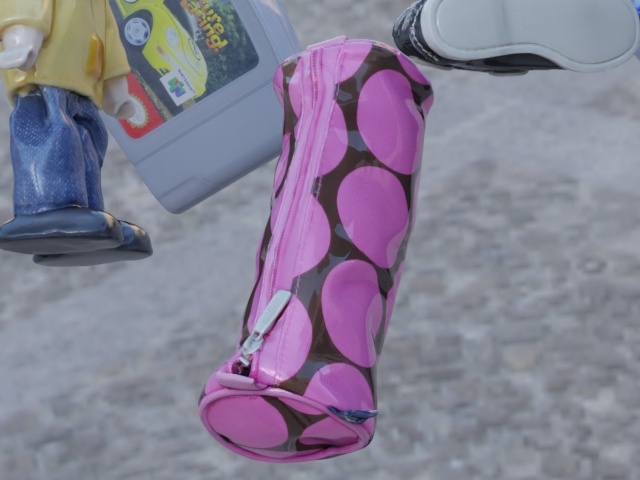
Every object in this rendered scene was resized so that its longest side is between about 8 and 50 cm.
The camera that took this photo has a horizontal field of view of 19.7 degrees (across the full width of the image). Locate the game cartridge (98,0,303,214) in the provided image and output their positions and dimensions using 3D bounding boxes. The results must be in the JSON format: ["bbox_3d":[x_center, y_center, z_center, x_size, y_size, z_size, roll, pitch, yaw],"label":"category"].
[{"bbox_3d":[-0.133,-0.185,1.585,0.196,0.294,0.060,-30,8,27],"label":"game cartridge"}]

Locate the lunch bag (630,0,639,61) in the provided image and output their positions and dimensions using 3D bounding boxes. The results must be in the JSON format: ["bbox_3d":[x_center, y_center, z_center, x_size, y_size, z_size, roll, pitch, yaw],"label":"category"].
[{"bbox_3d":[0.356,-0.157,1.095,0.239,0.328,0.385,-15,36,40],"label":"lunch bag"}]

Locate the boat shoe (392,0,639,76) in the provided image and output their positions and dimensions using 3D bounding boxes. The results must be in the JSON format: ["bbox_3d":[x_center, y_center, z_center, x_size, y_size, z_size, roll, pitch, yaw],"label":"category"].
[{"bbox_3d":[0.091,-0.096,0.846,0.125,0.046,0.038,-7,1,-31],"label":"boat shoe"}]

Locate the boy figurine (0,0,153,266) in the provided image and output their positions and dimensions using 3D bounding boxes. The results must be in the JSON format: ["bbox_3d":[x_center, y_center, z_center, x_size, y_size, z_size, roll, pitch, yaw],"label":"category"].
[{"bbox_3d":[-0.160,-0.126,1.190,0.092,0.285,0.177,-5,-14,16],"label":"boy figurine"}]

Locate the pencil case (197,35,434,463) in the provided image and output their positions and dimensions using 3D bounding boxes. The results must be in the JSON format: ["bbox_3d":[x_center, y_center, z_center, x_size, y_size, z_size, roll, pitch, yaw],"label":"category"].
[{"bbox_3d":[0.000,0.000,0.894,0.095,0.098,0.209,-10,56,33],"label":"pencil case"}]
